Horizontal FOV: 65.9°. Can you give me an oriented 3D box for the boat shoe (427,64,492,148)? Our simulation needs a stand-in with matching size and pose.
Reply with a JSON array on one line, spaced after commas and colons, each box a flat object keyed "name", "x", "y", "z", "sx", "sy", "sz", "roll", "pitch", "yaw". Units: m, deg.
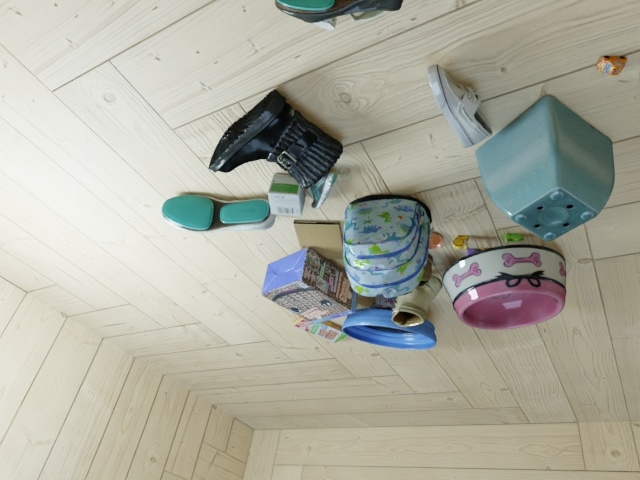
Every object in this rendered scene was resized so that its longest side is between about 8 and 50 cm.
[{"name": "boat shoe", "x": 0.343, "y": -0.329, "z": 1.197, "sx": 0.088, "sy": 0.096, "sz": 0.267, "roll": -20, "pitch": 135, "yaw": 28}]

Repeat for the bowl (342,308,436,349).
[{"name": "bowl", "x": 0.288, "y": 0.370, "z": 2.056, "sx": 0.390, "sy": 0.077, "sz": 0.391, "roll": 10, "pitch": 158, "yaw": 4}]

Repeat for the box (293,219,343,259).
[{"name": "box", "x": 0.000, "y": 0.000, "z": 1.766, "sx": 0.164, "sy": 0.021, "sz": 0.201, "roll": 2, "pitch": 141, "yaw": 12}]

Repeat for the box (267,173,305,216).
[{"name": "box", "x": -0.104, "y": -0.142, "z": 1.554, "sx": 0.101, "sy": 0.087, "sz": 0.102, "roll": 5, "pitch": 142, "yaw": 7}]

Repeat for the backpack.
[{"name": "backpack", "x": 0.186, "y": 0.009, "z": 1.458, "sx": 0.289, "sy": 0.356, "sz": 0.274, "roll": 1, "pitch": 141, "yaw": 14}]

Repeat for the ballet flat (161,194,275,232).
[{"name": "ballet flat", "x": -0.340, "y": -0.075, "z": 1.684, "sx": 0.399, "sy": 0.139, "sz": 0.139, "roll": 1, "pitch": 142, "yaw": 11}]

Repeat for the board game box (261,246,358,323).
[{"name": "board game box", "x": -0.036, "y": 0.181, "z": 1.889, "sx": 0.291, "sy": 0.141, "sz": 0.232, "roll": 34, "pitch": 140, "yaw": -32}]

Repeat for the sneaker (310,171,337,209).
[{"name": "sneaker", "x": -0.006, "y": -0.166, "z": 1.535, "sx": 0.076, "sy": 0.065, "sz": 0.167, "roll": 30, "pitch": 138, "yaw": 2}]

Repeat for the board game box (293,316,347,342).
[{"name": "board game box", "x": 0.013, "y": 0.406, "z": 2.281, "sx": 0.259, "sy": 0.039, "sz": 0.124, "roll": 25, "pitch": 142, "yaw": -21}]

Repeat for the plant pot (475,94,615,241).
[{"name": "plant pot", "x": 0.566, "y": -0.150, "z": 1.240, "sx": 0.247, "sy": 0.253, "sz": 0.247, "roll": 27, "pitch": 141, "yaw": -19}]

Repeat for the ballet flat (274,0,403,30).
[{"name": "ballet flat", "x": 0.044, "y": -0.501, "z": 1.054, "sx": 0.280, "sy": 0.096, "sz": 0.096, "roll": -1, "pitch": 153, "yaw": 15}]

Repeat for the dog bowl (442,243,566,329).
[{"name": "dog bowl", "x": 0.627, "y": 0.176, "z": 1.672, "sx": 0.407, "sy": 0.151, "sz": 0.408, "roll": 0, "pitch": 149, "yaw": 0}]

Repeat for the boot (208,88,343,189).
[{"name": "boot", "x": -0.134, "y": -0.237, "z": 1.403, "sx": 0.260, "sy": 0.131, "sz": 0.347, "roll": 36, "pitch": 136, "yaw": -29}]

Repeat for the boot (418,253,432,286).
[{"name": "boot", "x": 0.246, "y": 0.075, "z": 1.728, "sx": 0.304, "sy": 0.115, "sz": 0.112, "roll": 15, "pitch": 145, "yaw": -3}]

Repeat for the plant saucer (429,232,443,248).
[{"name": "plant saucer", "x": 0.376, "y": 0.000, "z": 1.678, "sx": 0.083, "sy": 0.013, "sz": 0.084, "roll": 7, "pitch": 142, "yaw": 5}]

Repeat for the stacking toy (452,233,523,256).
[{"name": "stacking toy", "x": 0.562, "y": 0.050, "z": 1.665, "sx": 0.220, "sy": 0.052, "sz": 0.167, "roll": -2, "pitch": 141, "yaw": 16}]

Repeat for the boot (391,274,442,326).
[{"name": "boot", "x": 0.286, "y": 0.209, "z": 1.783, "sx": 0.261, "sy": 0.203, "sz": 0.095, "roll": 4, "pitch": 133, "yaw": 35}]

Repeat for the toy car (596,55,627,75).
[{"name": "toy car", "x": 0.656, "y": -0.404, "z": 1.062, "sx": 0.060, "sy": 0.041, "sz": 0.122, "roll": 16, "pitch": 143, "yaw": -7}]

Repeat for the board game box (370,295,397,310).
[{"name": "board game box", "x": 0.286, "y": 0.261, "z": 1.982, "sx": 0.194, "sy": 0.060, "sz": 0.194, "roll": 19, "pitch": 155, "yaw": -17}]
